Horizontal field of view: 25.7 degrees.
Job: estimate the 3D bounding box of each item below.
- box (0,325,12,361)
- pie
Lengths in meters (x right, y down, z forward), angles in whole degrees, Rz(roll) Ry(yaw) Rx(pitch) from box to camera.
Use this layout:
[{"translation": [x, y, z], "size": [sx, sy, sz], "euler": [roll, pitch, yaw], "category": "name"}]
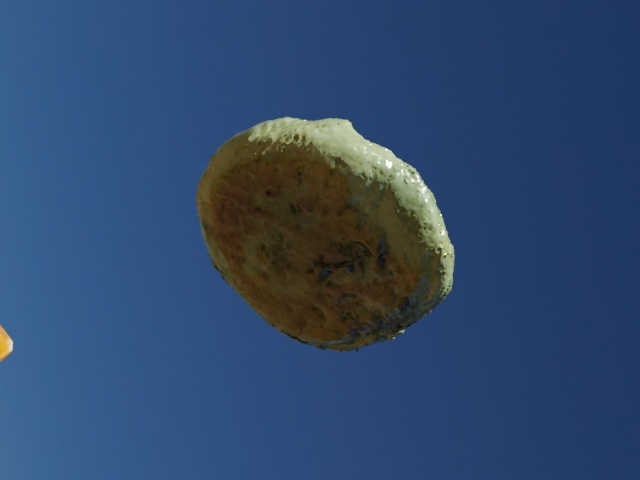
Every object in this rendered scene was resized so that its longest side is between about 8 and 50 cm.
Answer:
[{"translation": [-0.345, 0.111, 0.802], "size": [0.143, 0.225, 0.341], "euler": [52, -34, -7], "category": "box"}, {"translation": [0.000, 0.000, 0.945], "size": [0.041, 0.186, 0.187], "euler": [-57, 166, -49], "category": "pie"}]
